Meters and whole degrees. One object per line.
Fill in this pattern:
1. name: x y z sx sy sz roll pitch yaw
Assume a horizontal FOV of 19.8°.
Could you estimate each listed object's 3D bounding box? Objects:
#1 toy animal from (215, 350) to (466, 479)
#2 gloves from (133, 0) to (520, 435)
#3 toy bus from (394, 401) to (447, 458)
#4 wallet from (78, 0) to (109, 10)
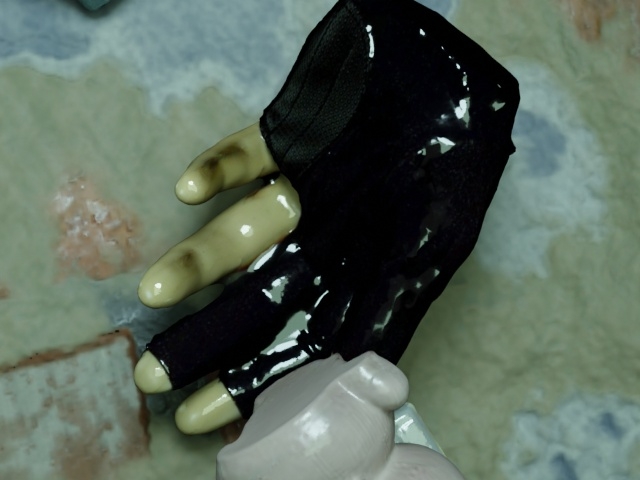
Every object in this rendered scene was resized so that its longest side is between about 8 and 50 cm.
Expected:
1. toy animal: 0.043 0.166 1.020 0.124 0.124 0.212 -44 99 -12
2. gloves: 0.006 -0.002 1.115 0.301 0.152 0.197 -45 59 -1
3. toy bus: -0.041 0.196 1.105 0.268 0.106 0.092 -30 88 -12
4. wallet: -0.166 -0.323 1.118 0.251 0.054 0.290 31 75 -40
